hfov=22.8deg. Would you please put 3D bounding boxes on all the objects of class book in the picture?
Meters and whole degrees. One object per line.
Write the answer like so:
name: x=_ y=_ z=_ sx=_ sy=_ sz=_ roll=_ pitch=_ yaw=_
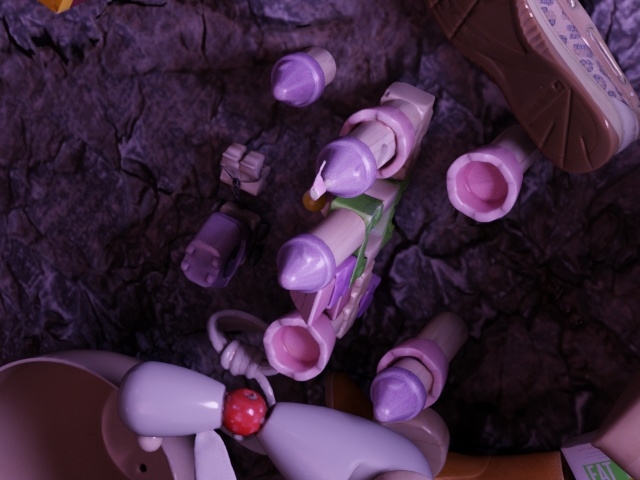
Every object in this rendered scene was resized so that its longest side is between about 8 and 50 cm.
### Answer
book: x=0.311 y=0.251 z=1.564 sx=0.096 sy=0.035 sz=0.144 roll=-21 pitch=102 yaw=35

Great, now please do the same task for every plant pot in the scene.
plant pot: x=-0.226 y=0.238 z=1.707 sx=0.284 sy=0.191 sz=0.284 roll=6 pitch=104 yaw=25

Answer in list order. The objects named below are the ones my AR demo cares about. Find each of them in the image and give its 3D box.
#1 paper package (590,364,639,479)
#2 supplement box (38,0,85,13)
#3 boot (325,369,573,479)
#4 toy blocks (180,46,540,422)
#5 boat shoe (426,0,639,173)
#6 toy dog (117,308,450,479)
paper package: x=0.409 y=0.062 z=1.268 sx=0.168 sy=0.309 sz=0.325 roll=41 pitch=122 yaw=7
supplement box: x=-0.208 y=-0.342 z=1.456 sx=0.129 sy=0.194 sz=0.191 roll=35 pitch=122 yaw=9
boot: x=0.143 y=0.240 z=1.612 sx=0.211 sy=0.104 sz=0.295 roll=-22 pitch=91 yaw=17
toy blocks: x=0.000 y=0.000 z=1.466 sx=0.309 sy=0.260 sz=0.288 roll=25 pitch=120 yaw=14
boat shoe: x=0.182 y=-0.192 z=1.404 sx=0.104 sy=0.089 sz=0.285 roll=-33 pitch=87 yaw=47
toy dog: x=-0.028 y=0.223 z=1.516 sx=0.334 sy=0.220 sz=0.161 roll=26 pitch=119 yaw=20
